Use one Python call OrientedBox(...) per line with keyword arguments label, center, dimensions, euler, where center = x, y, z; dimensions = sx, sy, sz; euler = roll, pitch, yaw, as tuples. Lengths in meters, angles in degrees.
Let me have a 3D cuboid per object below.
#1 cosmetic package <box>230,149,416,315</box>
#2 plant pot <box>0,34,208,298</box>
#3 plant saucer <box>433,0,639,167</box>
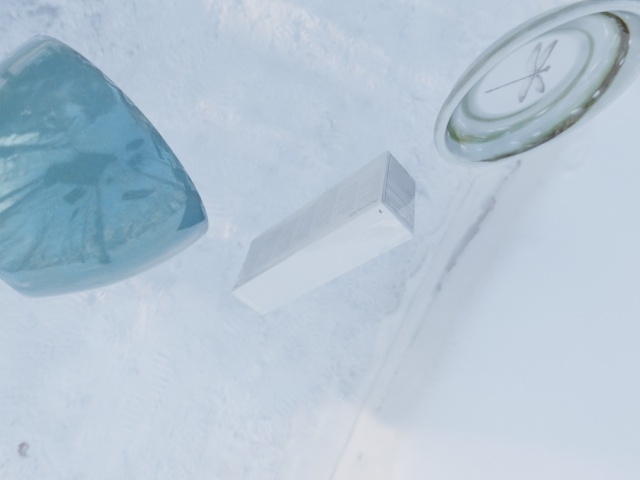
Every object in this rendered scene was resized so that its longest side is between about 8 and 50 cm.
OrientedBox(label="cosmetic package", center=(0.000, 0.000, 0.548), dimensions=(0.060, 0.239, 0.099), euler=(43, 38, -23))
OrientedBox(label="plant pot", center=(-0.304, -0.048, 0.532), dimensions=(0.290, 0.290, 0.195), euler=(47, 65, -11))
OrientedBox(label="plant saucer", center=(0.387, -0.292, 0.855), dimensions=(0.400, 0.400, 0.100), euler=(-11, 64, -16))
